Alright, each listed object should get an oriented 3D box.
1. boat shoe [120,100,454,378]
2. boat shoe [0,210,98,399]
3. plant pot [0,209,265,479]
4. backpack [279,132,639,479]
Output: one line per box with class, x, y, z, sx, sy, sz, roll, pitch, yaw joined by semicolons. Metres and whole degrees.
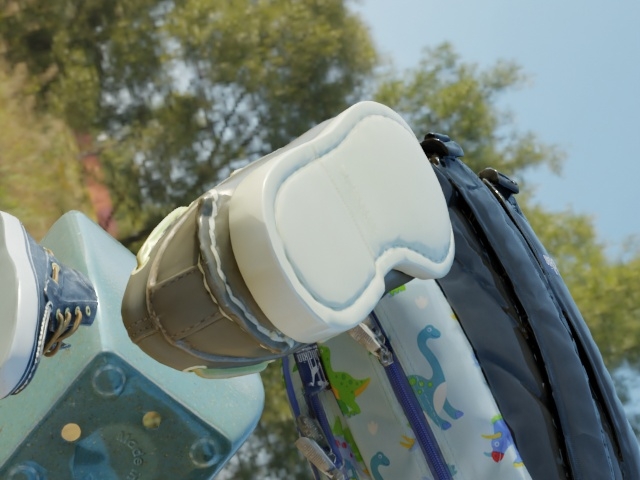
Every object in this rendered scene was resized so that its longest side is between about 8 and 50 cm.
boat shoe;-0.002;-0.004;0.613;0.109;0.091;0.305;64;22;-1
boat shoe;-0.178;0.049;0.723;0.083;0.065;0.183;38;13;-30
plant pot;-0.196;0.156;1.030;0.248;0.247;0.252;41;-3;-20
backpack;0.113;0.134;0.873;0.355;0.273;0.290;53;15;25
